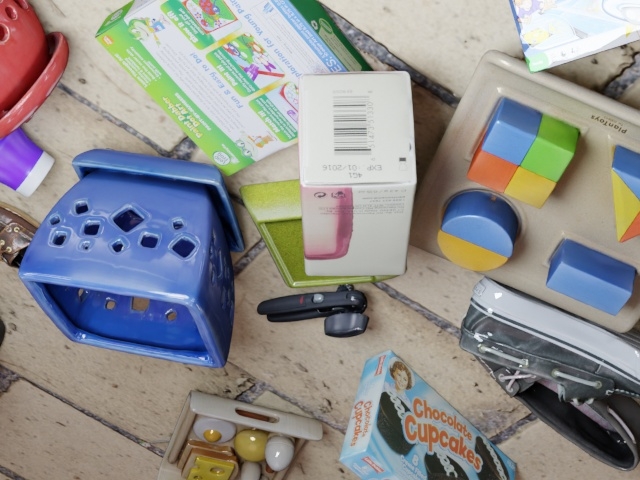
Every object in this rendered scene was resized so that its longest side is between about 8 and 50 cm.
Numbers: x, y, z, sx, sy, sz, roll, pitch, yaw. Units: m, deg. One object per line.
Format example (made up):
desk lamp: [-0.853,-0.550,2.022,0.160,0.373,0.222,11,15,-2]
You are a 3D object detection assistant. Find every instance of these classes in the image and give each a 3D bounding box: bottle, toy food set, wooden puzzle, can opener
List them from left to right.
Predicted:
bottle: [-0.487,-0.162,1.518,0.283,0.092,0.118,35,135,-18]
toy food set: [-0.143,0.372,1.923,0.220,0.092,0.306,14,137,-11]
can opener: [-0.013,0.097,1.652,0.186,0.073,0.059,-1,143,32]
wooden puzzle: [0.279,-0.030,1.347,0.322,0.080,0.348,23,140,0]

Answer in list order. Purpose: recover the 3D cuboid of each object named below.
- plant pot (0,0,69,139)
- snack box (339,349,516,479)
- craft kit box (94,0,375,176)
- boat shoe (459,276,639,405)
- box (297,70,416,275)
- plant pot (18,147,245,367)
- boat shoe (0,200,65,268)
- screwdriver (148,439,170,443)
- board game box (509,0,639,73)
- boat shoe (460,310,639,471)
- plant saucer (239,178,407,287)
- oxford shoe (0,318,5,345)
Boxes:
plant pot: [-0.412,-0.220,1.365,0.191,0.191,0.174,-23,127,35]
snack box: [0.170,0.335,1.737,0.060,0.187,0.322,-27,122,37]
craft kit box: [-0.096,-0.213,1.364,0.247,0.061,0.250,-23,123,32]
boat shoe: [0.343,0.158,1.526,0.335,0.121,0.119,24,105,3]
box: [0.039,-0.071,1.333,0.127,0.148,0.232,-1,153,0]
plant pot: [-0.224,0.017,1.500,0.236,0.212,0.236,9,154,10]
boat shoe: [-0.438,0.007,1.691,0.207,0.073,0.073,25,138,-6]
screwdriver: [-0.228,0.343,2.004,0.170,0.025,0.024,-6,133,28]
board game box: [0.288,-0.261,1.151,0.201,0.035,0.136,-15,94,30]
boat shoe: [0.335,0.210,1.620,0.335,0.095,0.112,33,135,-16]
plant saucer: [0.000,0.000,1.555,0.188,0.045,0.188,-5,132,24]
oxford shoe: [-0.568,0.128,1.876,0.076,0.076,0.212,39,146,23]
